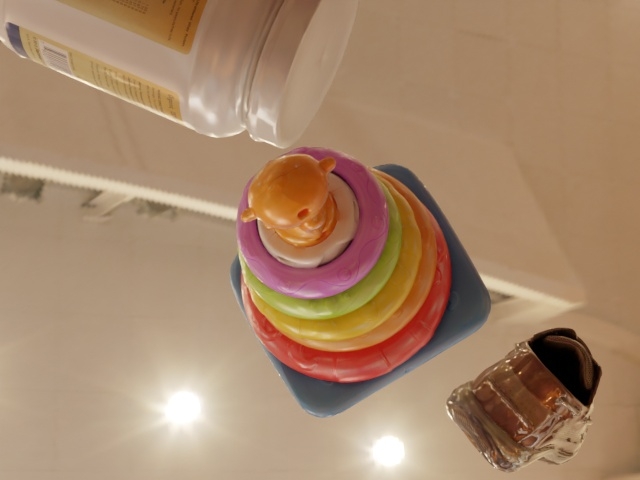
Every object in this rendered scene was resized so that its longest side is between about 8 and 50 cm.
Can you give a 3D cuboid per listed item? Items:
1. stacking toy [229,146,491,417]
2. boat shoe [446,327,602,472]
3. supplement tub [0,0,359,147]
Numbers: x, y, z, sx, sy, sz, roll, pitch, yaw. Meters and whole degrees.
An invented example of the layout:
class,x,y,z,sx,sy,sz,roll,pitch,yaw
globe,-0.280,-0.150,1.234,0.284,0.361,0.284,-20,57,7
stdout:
class,x,y,z,sx,sy,sz,roll,pitch,yaw
stacking toy,0.000,0.000,0.998,0.175,0.302,0.165,-32,-109,2
boat shoe,0.233,0.151,1.444,0.123,0.116,0.324,47,-164,13
supplement tub,-0.140,-0.238,1.418,0.316,0.228,0.228,24,-115,10
